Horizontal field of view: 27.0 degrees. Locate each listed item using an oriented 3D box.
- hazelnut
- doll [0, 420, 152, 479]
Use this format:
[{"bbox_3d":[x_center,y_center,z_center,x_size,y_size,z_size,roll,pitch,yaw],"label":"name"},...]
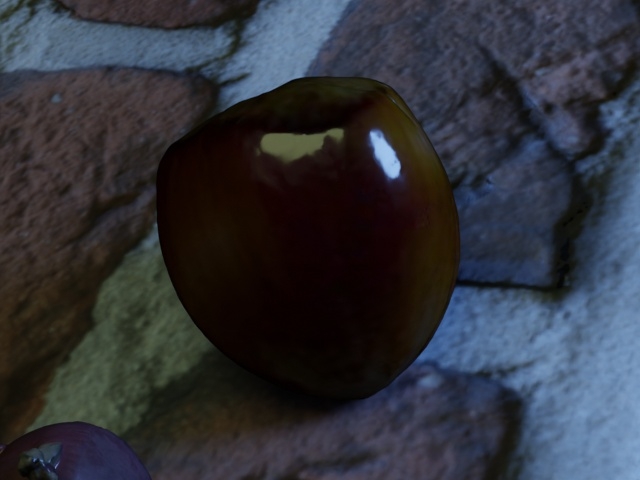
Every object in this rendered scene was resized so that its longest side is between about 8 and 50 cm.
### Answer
[{"bbox_3d":[0.000,0.000,0.850,0.208,0.208,0.208,-11,45,11],"label":"hazelnut"},{"bbox_3d":[-0.212,0.189,0.759,0.256,0.196,0.152,-8,83,8],"label":"doll"}]
